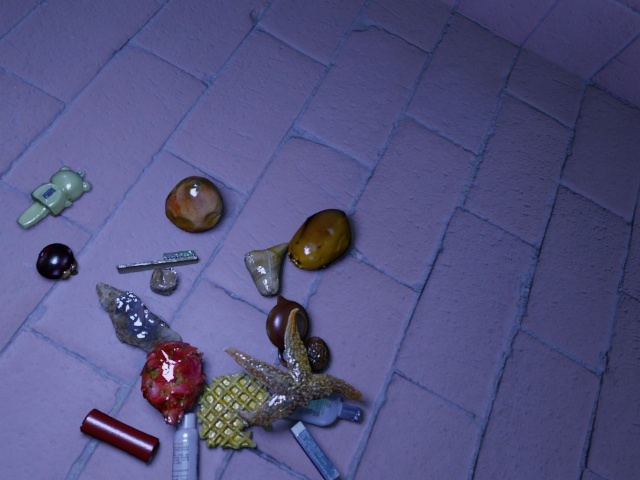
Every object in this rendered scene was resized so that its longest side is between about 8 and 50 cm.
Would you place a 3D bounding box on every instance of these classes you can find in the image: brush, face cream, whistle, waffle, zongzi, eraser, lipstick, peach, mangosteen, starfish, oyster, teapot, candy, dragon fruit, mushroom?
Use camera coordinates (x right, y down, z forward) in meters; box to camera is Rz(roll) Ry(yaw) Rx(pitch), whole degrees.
[{"bbox_3d":[-0.591,0.076,1.737,0.283,0.054,0.048,-9,63,-16],"label":"brush"},{"bbox_3d":[-0.430,0.692,1.520,0.082,0.082,0.268,2,70,-12],"label":"face cream"},{"bbox_3d":[-0.959,-0.153,1.711,0.131,0.106,0.288,36,65,0],"label":"whistle"},{"bbox_3d":[-0.285,0.571,1.615,0.262,0.056,0.249,0,68,-11],"label":"waffle"},{"bbox_3d":[-0.171,0.105,1.804,0.198,0.099,0.194,-18,74,-26],"label":"zongzi"},{"bbox_3d":[-0.026,0.709,1.603,0.046,0.092,0.212,-35,79,-21],"label":"eraser"},{"bbox_3d":[-0.632,0.615,1.505,0.241,0.080,0.080,27,66,-2],"label":"lipstick"},{"bbox_3d":[-0.458,-0.145,1.757,0.215,0.235,0.214,9,64,-20],"label":"peach"},{"bbox_3d":[-0.898,0.079,1.639,0.140,0.140,0.140,4,68,-11],"label":"mangosteen"},{"bbox_3d":[-0.102,0.452,1.570,0.398,0.132,0.383,-27,86,-13],"label":"starfish"},{"bbox_3d":[-0.633,0.266,1.621,0.166,0.110,0.341,-36,94,-17],"label":"oyster"},{"bbox_3d":[-0.130,0.325,1.719,0.178,0.135,0.251,4,86,-42],"label":"teapot"},{"bbox_3d":[-0.005,0.571,1.669,0.292,0.071,0.143,15,69,-6],"label":"face cream"},{"bbox_3d":[-0.555,0.147,1.688,0.096,0.110,0.085,14,57,-19],"label":"candy"},{"bbox_3d":[-0.477,0.457,1.540,0.205,0.210,0.267,11,60,-39],"label":"dragon fruit"},{"bbox_3d":[-0.018,0.411,1.720,0.109,0.085,0.126,-20,90,-18],"label":"mushroom"}]

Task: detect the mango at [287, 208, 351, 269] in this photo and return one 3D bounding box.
[{"bbox_3d":[0.000,0.000,1.849,0.201,0.152,0.287,40,65,10],"label":"mango"}]
